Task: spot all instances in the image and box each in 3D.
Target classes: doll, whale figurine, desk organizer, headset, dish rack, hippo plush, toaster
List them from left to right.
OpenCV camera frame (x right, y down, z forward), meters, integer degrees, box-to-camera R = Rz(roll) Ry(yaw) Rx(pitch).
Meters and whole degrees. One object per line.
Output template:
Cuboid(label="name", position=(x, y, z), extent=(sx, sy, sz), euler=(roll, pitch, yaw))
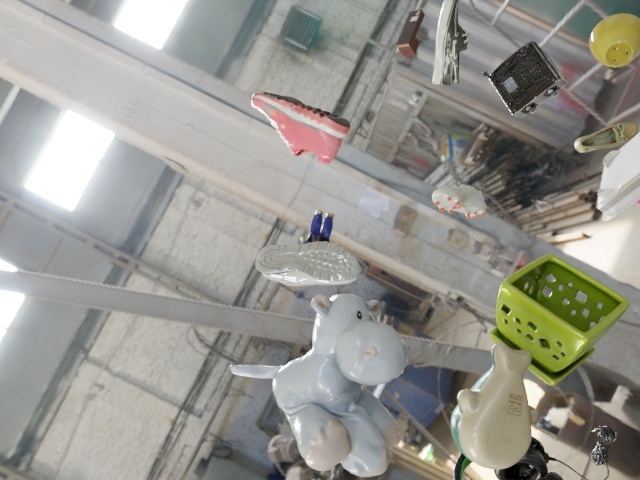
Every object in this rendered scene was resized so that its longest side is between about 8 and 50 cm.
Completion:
Cuboid(label="doll", position=(0.000, 0.000, 1.692), extent=(0.046, 0.129, 0.189), euler=(118, 167, -71))
Cuboid(label="hippo plush", position=(0.049, 0.213, 0.892), extent=(0.294, 0.234, 0.237), euler=(36, 103, 47))
Cuboid(label="desk organizer", position=(0.277, -0.624, 1.591), extent=(0.050, 0.047, 0.130), euler=(37, -110, -45))
Cuboid(label="whale figurine", position=(0.388, 0.367, 1.196), extent=(0.141, 0.216, 0.272), euler=(176, 110, -70))
Cuboid(label="toaster", position=(0.617, -0.483, 1.590), extent=(0.110, 0.186, 0.168), euler=(-1, -31, -50))
Cuboid(label="headset", position=(0.502, 0.538, 1.223), extent=(0.243, 0.394, 0.185), euler=(-121, 26, -56))
Cuboid(label="dish rack", position=(0.893, -0.226, 1.487), extent=(0.333, 0.072, 0.285), euler=(-51, -1, -44))

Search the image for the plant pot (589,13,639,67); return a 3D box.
Cuboid(label="plant pot", position=(0.781, -0.510, 1.390), extent=(0.134, 0.134, 0.095), euler=(114, 180, -49))

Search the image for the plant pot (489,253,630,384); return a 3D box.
Cuboid(label="plant pot", position=(0.564, 0.199, 1.291), extent=(0.228, 0.227, 0.207), euler=(-22, -45, -33))

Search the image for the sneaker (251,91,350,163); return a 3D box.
Cuboid(label="sneaker", position=(-0.074, -0.295, 1.383), extent=(0.116, 0.313, 0.136), euler=(-9, -57, -55))

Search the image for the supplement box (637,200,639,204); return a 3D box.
Cuboid(label="supplement box", position=(1.032, -0.133, 1.495), extent=(0.220, 0.114, 0.111), euler=(-14, -36, -24))

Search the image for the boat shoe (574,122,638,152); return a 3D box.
Cuboid(label="boat shoe", position=(0.732, -0.263, 1.347), extent=(0.048, 0.153, 0.056), euler=(-20, -83, -79))

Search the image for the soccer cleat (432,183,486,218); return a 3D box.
Cuboid(label="soccer cleat", position=(0.338, -0.107, 1.300), extent=(0.068, 0.196, 0.076), euler=(-21, 65, 45))

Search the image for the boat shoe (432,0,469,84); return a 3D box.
Cuboid(label="boat shoe", position=(0.303, -0.460, 1.211), extent=(0.219, 0.070, 0.078), euler=(84, -159, -47))

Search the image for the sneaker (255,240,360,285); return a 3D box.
Cuboid(label="sneaker", position=(-0.021, 0.061, 1.152), extent=(0.095, 0.235, 0.090), euler=(64, -142, -53))
